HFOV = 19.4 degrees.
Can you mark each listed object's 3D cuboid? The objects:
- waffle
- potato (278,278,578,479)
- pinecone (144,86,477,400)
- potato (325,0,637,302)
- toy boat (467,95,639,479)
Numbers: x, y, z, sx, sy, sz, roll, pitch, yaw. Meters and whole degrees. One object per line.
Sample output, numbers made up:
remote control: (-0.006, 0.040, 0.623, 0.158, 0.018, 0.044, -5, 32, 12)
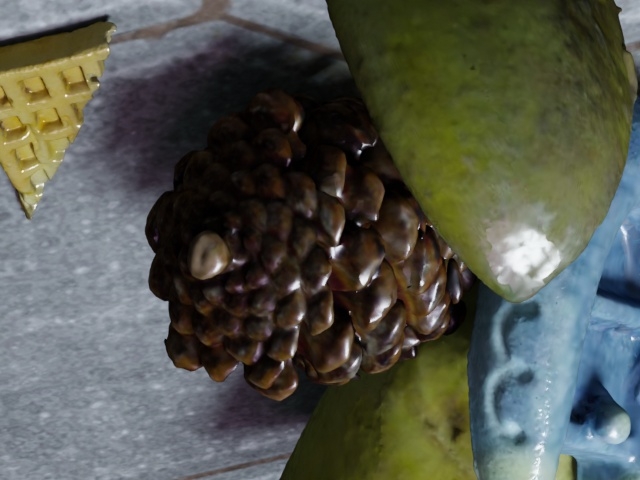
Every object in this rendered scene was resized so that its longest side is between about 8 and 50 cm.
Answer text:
waffle: (-0.182, -0.079, 1.363, 0.125, 0.032, 0.191, -15, 146, 3)
potato: (0.093, 0.192, 1.541, 0.213, 0.330, 0.280, -38, 146, -38)
pinecone: (0.000, 0.000, 1.357, 0.272, 0.224, 0.224, -6, 152, -47)
potato: (0.138, -0.086, 1.228, 0.269, 0.255, 0.112, 23, 134, -36)
toy boat: (0.222, 0.055, 1.386, 0.215, 0.330, 0.123, 18, 171, -40)
